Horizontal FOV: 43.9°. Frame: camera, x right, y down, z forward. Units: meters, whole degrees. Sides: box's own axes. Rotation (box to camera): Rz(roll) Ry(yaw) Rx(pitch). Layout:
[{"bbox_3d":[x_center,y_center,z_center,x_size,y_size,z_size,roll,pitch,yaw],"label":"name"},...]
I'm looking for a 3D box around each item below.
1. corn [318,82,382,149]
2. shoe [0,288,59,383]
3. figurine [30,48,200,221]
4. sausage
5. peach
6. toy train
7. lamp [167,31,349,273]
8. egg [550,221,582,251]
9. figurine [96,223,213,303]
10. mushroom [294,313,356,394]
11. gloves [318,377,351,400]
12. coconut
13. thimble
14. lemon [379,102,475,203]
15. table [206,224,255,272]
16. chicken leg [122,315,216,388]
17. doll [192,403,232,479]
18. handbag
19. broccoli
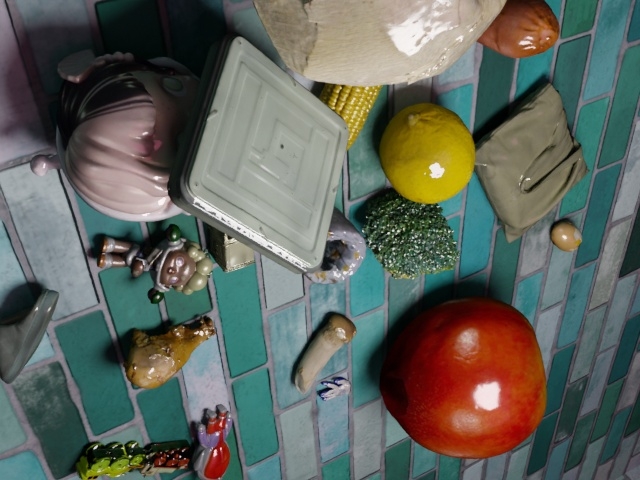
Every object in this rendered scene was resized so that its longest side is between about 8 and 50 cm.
[{"bbox_3d":[0.056,-0.263,1.351,0.093,0.093,0.244,7,119,-39],"label":"corn"},{"bbox_3d":[-0.502,0.149,1.320,0.078,0.079,0.195,32,115,-10],"label":"shoe"},{"bbox_3d":[-0.212,-0.131,1.165,0.361,0.253,0.211,1,140,-45],"label":"figurine"},{"bbox_3d":[0.281,-0.375,1.299,0.113,0.259,0.114,-20,131,-25],"label":"sausage"},{"bbox_3d":[0.325,0.316,1.835,0.388,0.388,0.389,-19,133,-22],"label":"peach"},{"bbox_3d":[-0.382,0.461,1.665,0.249,0.053,0.085,12,125,-43],"label":"toy train"},{"bbox_3d":[-0.074,-0.119,1.122,0.266,0.047,0.269,33,59,-38],"label":"lamp"},{"bbox_3d":[0.608,-0.011,1.969,0.071,0.071,0.083,-49,136,9],"label":"egg"},{"bbox_3d":[-0.278,0.038,1.359,0.197,0.093,0.147,7,108,-38],"label":"figurine"},{"bbox_3d":[0.004,0.253,1.760,0.209,0.071,0.084,-56,168,20],"label":"mushroom"},{"bbox_3d":[0.033,0.352,1.891,0.086,0.026,0.064,-13,129,-21],"label":"gloves"},{"bbox_3d":[0.057,-0.378,1.080,0.346,0.360,0.347,3,86,-57],"label":"coconut"},{"bbox_3d":[0.001,0.002,1.510,0.151,0.118,0.127,22,109,-46],"label":"thimble"},{"bbox_3d":[0.197,-0.163,1.474,0.178,0.178,0.203,-39,139,-3],"label":"lemon"},{"bbox_3d":[-0.161,-0.003,1.419,0.062,0.079,0.083,-18,131,-26],"label":"table"},{"bbox_3d":[-0.287,0.201,1.500,0.207,0.101,0.085,-33,145,-39],"label":"chicken leg"},{"bbox_3d":[-0.239,0.469,1.753,0.102,0.075,0.228,-18,126,-45],"label":"doll"},{"bbox_3d":[0.452,-0.159,1.709,0.253,0.109,0.316,-43,132,-3],"label":"handbag"},{"bbox_3d":[0.177,0.000,1.622,0.194,0.219,0.194,-58,176,-7],"label":"broccoli"}]
